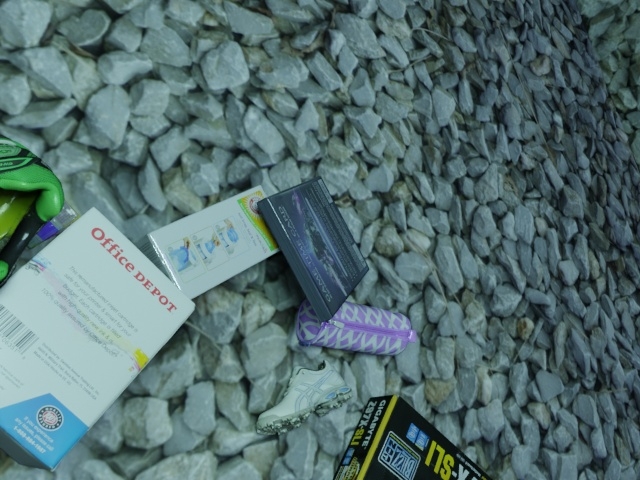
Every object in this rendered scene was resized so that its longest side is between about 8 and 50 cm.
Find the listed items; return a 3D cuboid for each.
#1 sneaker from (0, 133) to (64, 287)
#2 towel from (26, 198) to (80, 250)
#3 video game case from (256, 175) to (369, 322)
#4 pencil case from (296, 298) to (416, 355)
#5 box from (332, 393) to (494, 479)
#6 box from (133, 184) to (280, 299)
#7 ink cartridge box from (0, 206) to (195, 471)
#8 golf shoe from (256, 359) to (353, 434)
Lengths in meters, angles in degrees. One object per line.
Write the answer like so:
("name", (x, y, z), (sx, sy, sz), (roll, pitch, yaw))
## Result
("sneaker", (-0.387, 0.031, 0.548), (0.343, 0.146, 0.134), (-55, 141, -21))
("towel", (-0.370, -0.032, 0.796), (0.083, 0.009, 0.060), (-42, 102, -38))
("video game case", (0.000, 0.000, 0.968), (0.196, 0.026, 0.274), (62, 21, -3))
("pencil case", (0.058, 0.145, 1.010), (0.206, 0.088, 0.086), (14, 70, -34))
("box", (0.160, 0.454, 0.992), (0.322, 0.079, 0.257), (44, 52, -17))
("box", (-0.162, 0.012, 0.870), (0.203, 0.114, 0.103), (-30, 94, -40))
("ink cartridge box", (-0.303, 0.113, 0.695), (0.171, 0.168, 0.232), (48, 53, -13))
("golf shoe", (-0.036, 0.243, 0.935), (0.176, 0.069, 0.086), (-11, 62, -42))
